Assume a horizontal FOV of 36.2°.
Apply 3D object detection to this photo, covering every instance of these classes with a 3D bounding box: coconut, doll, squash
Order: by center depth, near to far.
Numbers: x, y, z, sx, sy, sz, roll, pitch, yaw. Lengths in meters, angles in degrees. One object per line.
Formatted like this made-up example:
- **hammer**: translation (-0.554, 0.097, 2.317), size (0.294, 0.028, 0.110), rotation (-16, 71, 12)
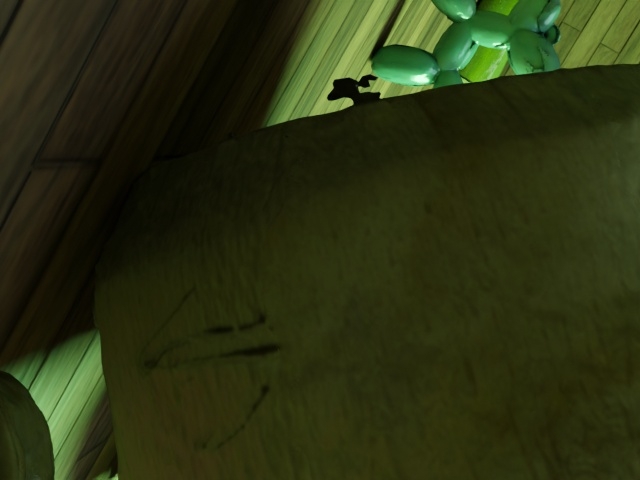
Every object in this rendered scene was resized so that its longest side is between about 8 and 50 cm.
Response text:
- **coconut**: translation (0.085, 0.117, 0.530), size (0.405, 0.404, 0.404), rotation (-58, 174, -9)
- **doll**: translation (0.144, -0.180, 0.884), size (0.159, 0.158, 0.059), rotation (-53, 178, 12)
- **squash**: translation (0.273, -0.330, 1.550), size (0.188, 0.095, 0.095), rotation (-59, 174, 4)

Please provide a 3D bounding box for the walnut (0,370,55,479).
- **walnut**: translation (-0.126, 0.080, 0.313), size (0.092, 0.092, 0.092), rotation (-58, 174, -9)
